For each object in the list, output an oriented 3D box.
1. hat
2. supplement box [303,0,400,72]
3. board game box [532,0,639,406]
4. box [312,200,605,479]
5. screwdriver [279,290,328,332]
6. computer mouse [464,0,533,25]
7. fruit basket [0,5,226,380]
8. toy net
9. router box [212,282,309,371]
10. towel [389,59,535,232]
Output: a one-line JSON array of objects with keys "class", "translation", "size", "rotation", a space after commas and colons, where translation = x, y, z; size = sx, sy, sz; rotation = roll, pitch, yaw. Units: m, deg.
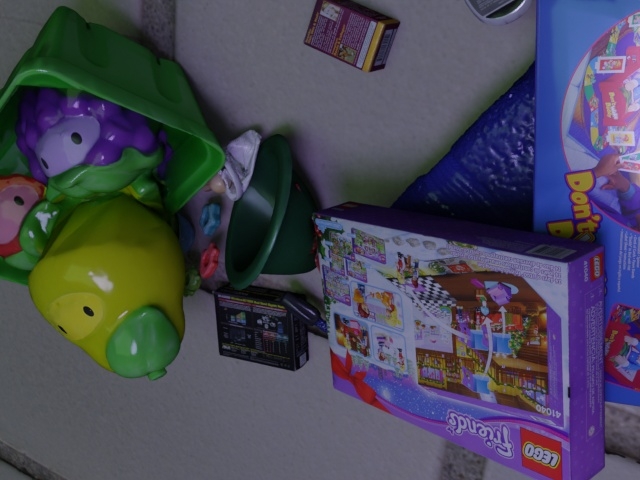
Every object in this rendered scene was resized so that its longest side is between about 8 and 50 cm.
[{"class": "hat", "translation": [0.000, 0.000, 0.912], "size": [0.173, 0.183, 0.208], "rotation": [13, 88, 67]}, {"class": "supplement box", "translation": [0.032, -0.218, 0.810], "size": [0.083, 0.043, 0.055], "rotation": [30, 120, 18]}, {"class": "board game box", "translation": [0.295, -0.029, 0.620], "size": [0.233, 0.078, 0.347], "rotation": [5, 112, 25]}, {"class": "box", "translation": [0.116, 0.081, 0.711], "size": [0.293, 0.057, 0.201], "rotation": [14, 116, 48]}, {"class": "screwdriver", "translation": [0.024, 0.114, 0.922], "size": [0.170, 0.025, 0.024], "rotation": [34, 79, 2]}, {"class": "computer mouse", "translation": [0.144, -0.290, 0.723], "size": [0.106, 0.042, 0.193], "rotation": [-23, 88, 30]}, {"class": "fruit basket", "translation": [-0.288, -0.021, 0.900], "size": [0.392, 0.283, 0.392], "rotation": [-27, 52, 41]}, {"class": "toy net", "translation": [-0.140, -0.038, 0.943], "size": [0.232, 0.045, 0.122], "rotation": [-52, 42, 35]}, {"class": "router box", "translation": [-0.076, 0.109, 0.990], "size": [0.122, 0.038, 0.092], "rotation": [7, 110, 28]}, {"class": "towel", "translation": [0.212, -0.021, 0.759], "size": [0.227, 0.076, 0.308], "rotation": [44, 123, 3]}]
